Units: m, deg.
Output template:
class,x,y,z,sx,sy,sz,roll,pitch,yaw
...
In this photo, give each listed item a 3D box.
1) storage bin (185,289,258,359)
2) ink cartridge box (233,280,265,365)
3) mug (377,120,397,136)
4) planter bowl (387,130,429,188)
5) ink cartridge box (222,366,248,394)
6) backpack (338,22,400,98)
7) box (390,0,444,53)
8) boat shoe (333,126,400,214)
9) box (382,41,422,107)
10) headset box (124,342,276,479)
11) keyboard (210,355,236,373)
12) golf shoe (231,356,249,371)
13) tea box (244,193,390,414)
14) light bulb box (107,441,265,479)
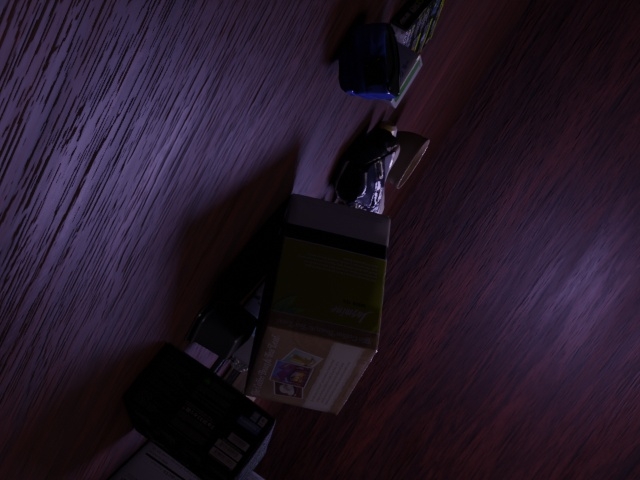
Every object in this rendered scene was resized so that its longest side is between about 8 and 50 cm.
class,x,y,z,sx,sy,sz,roll,pitch,yaw
storage bin,-0.185,0.166,1.584,0.098,0.091,0.135,-61,171,26
ink cartridge box,-0.133,0.179,1.929,0.203,0.085,0.148,-51,170,-34
mug,0.162,-0.266,2.032,0.078,0.062,0.064,-54,166,-63
planter bowl,0.216,-0.241,2.242,0.162,0.109,0.162,-54,171,-12
ink cartridge box,-0.221,0.411,2.289,0.193,0.088,0.235,-55,171,-19
backpack,0.081,-0.298,1.330,0.098,0.101,0.120,-29,119,-80
box,0.187,-0.425,1.628,0.184,0.045,0.191,-55,171,-25
boat shoe,0.084,-0.118,1.994,0.158,0.127,0.341,-42,156,-37
box,0.117,-0.311,1.461,0.101,0.102,0.087,-59,173,7
headset box,-0.225,0.353,1.520,0.131,0.246,0.283,-52,169,-25
keyboard,-0.216,0.280,2.005,0.192,0.038,0.100,-54,171,-23
golf shoe,-0.171,0.268,2.131,0.176,0.069,0.086,-54,-179,7
tea box,-0.011,0.140,1.673,0.329,0.219,0.324,111,-9,-55
light bulb box,-0.308,0.642,1.761,0.225,0.357,0.361,-63,168,27
